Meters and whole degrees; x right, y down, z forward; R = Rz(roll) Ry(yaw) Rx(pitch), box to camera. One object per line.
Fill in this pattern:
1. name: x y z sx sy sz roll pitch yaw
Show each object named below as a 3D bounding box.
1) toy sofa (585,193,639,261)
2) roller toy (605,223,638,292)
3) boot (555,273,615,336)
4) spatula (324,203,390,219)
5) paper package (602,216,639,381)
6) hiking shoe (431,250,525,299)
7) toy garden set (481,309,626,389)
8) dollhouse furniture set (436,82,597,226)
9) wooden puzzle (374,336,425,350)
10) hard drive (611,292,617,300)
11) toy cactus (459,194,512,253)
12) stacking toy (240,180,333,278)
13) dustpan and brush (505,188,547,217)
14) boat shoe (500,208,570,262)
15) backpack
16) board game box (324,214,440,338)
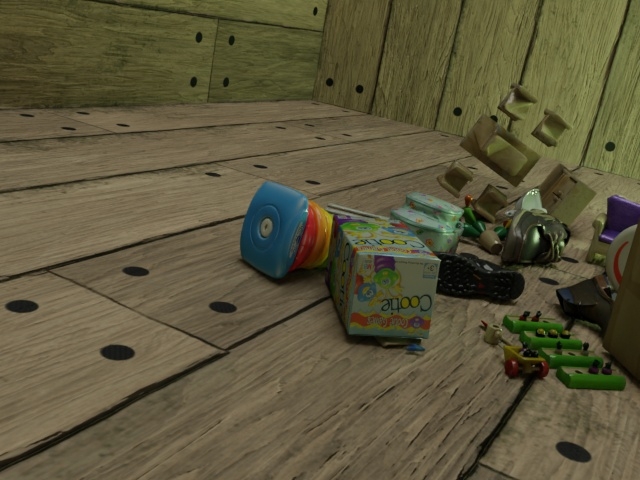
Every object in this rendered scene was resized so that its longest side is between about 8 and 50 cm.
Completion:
1. toy sofa: 0.897 0.010 1.913 0.362 0.177 0.150 19 19 23
2. roller toy: 0.770 0.049 1.677 0.191 0.210 0.146 14 15 43
3. boot: 0.544 0.151 1.479 0.106 0.082 0.219 -13 24 16
4. spatula: 0.113 -0.060 1.943 0.241 0.019 0.168 15 19 15
5. paper package: 0.694 0.097 1.263 0.309 0.325 0.168 7 17 -9
6. hiking shoe: 0.311 0.075 1.555 0.226 0.086 0.114 16 3 -2
7. toy garden set: 0.386 0.177 1.293 0.203 0.049 0.244 6 18 -15
8. dollhouse furniture set: 0.612 -0.228 2.245 0.394 0.362 0.256 35 15 -7
9. wooden puzzle: 0.127 0.164 1.250 0.078 0.014 0.116 1 19 -15
10. hard drive: 0.687 0.154 1.589 0.135 0.022 0.094 23 21 35
11. toy cactus: 0.435 -0.030 1.927 0.218 0.112 0.180 14 25 -21
12. stacking toy: 0.000 0.000 1.520 0.301 0.175 0.165 13 8 -43
13. dustpan and brush: 0.575 -0.073 2.048 0.211 0.147 0.060 -5 -8 -32
14. boat shoe: 0.560 -0.010 1.858 0.130 0.133 0.355 19 20 26
15. backpack: 0.244 -0.032 1.728 0.165 0.145 0.188 24 24 23
16. board game box: 0.103 0.057 1.320 0.144 0.142 0.275 4 15 -9
